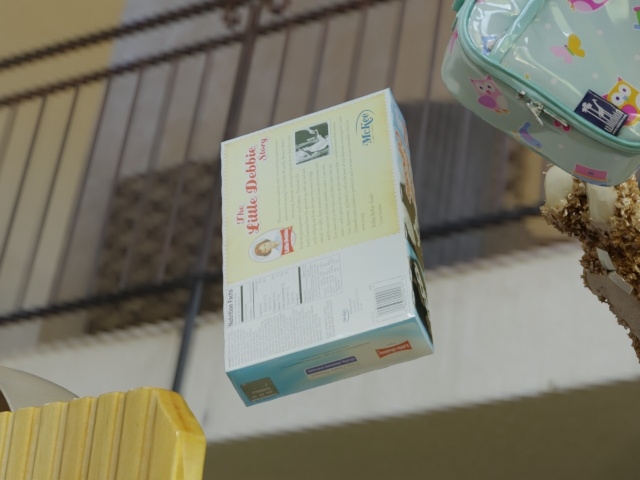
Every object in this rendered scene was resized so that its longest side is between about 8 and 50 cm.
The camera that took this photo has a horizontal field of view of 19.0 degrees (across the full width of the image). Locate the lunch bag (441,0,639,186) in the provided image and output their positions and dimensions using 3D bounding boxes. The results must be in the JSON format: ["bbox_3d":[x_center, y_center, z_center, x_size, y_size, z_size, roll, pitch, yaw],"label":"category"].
[{"bbox_3d":[0.244,-0.201,1.689,0.224,0.279,0.108,34,-23,1],"label":"lunch bag"}]

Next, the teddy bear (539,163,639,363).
[{"bbox_3d":[0.375,0.030,2.177,0.338,0.113,0.245,50,-20,-4],"label":"teddy bear"}]

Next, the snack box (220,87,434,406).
[{"bbox_3d":[0.000,0.000,1.834,0.187,0.322,0.060,-17,-47,13],"label":"snack box"}]

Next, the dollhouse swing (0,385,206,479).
[{"bbox_3d":[-0.272,0.266,1.315,0.315,0.304,0.347,1,-10,-41],"label":"dollhouse swing"}]

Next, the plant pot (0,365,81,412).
[{"bbox_3d":[-0.323,0.282,2.186,0.191,0.284,0.284,3,-25,-37],"label":"plant pot"}]
